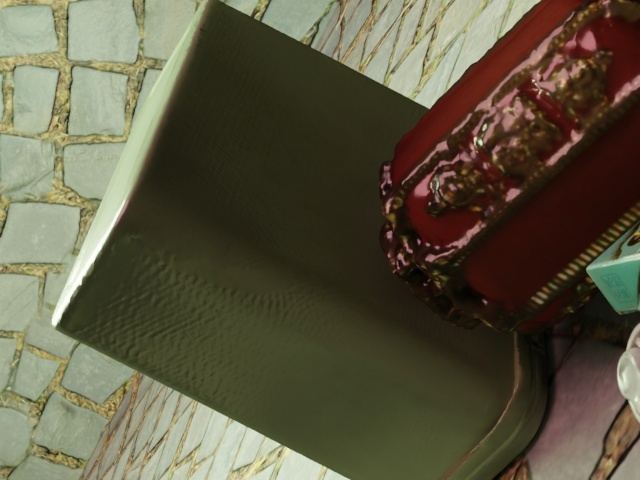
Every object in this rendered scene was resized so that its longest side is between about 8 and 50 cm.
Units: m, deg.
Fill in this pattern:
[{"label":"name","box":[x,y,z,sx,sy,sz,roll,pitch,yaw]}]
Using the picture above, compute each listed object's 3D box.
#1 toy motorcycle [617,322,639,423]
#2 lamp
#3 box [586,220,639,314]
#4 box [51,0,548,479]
[{"label":"toy motorcycle","box":[0.216,0.095,0.578,0.112,0.112,0.254,-63,12,1]},{"label":"lamp","box":[0.165,-0.060,0.831,0.274,0.177,0.177,-46,18,19]},{"label":"box","box":[0.253,-0.031,0.617,0.162,0.041,0.229,-38,5,-19]},{"label":"box","box":[0.000,0.000,1.009,0.177,0.344,0.352,-51,17,36]}]
